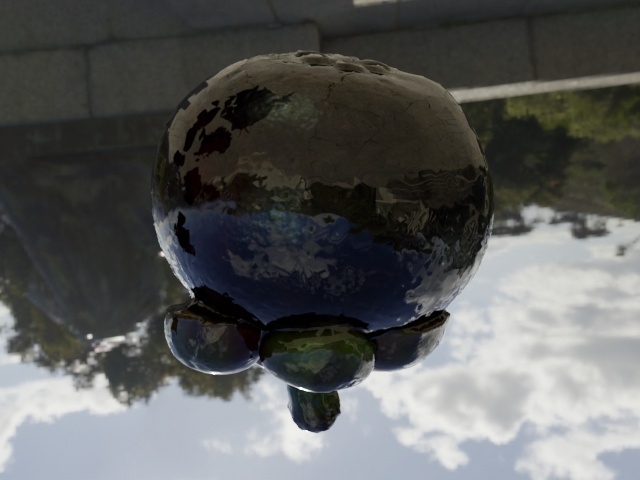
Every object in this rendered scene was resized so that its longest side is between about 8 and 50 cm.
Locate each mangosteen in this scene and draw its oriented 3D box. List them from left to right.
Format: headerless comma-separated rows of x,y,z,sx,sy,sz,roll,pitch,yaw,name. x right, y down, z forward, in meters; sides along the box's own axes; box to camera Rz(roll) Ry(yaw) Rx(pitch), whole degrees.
0.000,-0.015,0.774,0.300,0.300,0.300,-6,180,0,mangosteen
